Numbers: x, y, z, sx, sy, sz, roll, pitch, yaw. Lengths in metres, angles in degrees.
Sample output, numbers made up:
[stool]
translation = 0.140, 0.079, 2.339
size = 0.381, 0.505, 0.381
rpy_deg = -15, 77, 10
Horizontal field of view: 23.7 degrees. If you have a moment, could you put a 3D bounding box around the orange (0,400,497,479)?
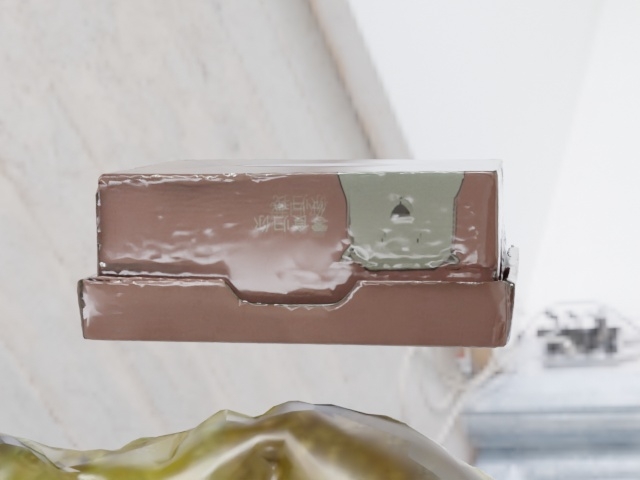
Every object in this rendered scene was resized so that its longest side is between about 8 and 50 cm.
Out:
[orange]
translation = -0.066, 0.207, 0.558
size = 0.210, 0.368, 0.271
rpy_deg = 87, -1, -68

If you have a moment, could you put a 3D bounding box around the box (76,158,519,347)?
[box]
translation = 0.000, 0.000, 0.831
size = 0.215, 0.215, 0.086
rpy_deg = -31, 121, -81
